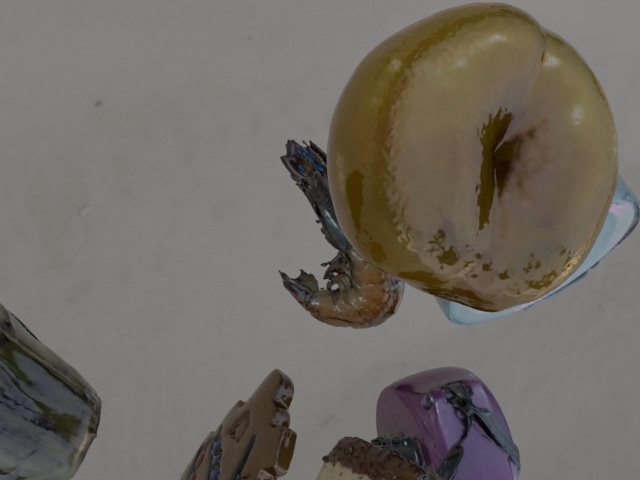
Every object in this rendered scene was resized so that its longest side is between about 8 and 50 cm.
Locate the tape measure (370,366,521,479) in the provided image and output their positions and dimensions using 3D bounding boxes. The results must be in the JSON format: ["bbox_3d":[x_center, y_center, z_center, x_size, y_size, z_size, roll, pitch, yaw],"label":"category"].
[{"bbox_3d":[0.166,0.287,1.354,0.149,0.245,0.231,-15,81,-18],"label":"tape measure"}]

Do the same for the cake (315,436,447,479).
[{"bbox_3d":[0.088,0.273,0.958,0.246,0.135,0.112,37,74,-47],"label":"cake"}]

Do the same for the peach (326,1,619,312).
[{"bbox_3d":[0.127,-0.068,0.833,0.251,0.153,0.251,-4,103,-16],"label":"peach"}]

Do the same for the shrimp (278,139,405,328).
[{"bbox_3d":[0.000,0.000,1.457,0.054,0.222,0.290,-29,89,-44],"label":"shrimp"}]

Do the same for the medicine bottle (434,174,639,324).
[{"bbox_3d":[0.183,-0.086,1.160,0.245,0.245,0.290,-4,57,-41],"label":"medicine bottle"}]

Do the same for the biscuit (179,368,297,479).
[{"bbox_3d":[-0.136,0.331,1.436,0.043,0.301,0.278,31,48,-22],"label":"biscuit"}]

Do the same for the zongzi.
[{"bbox_3d":[-0.304,0.095,0.837,0.323,0.360,0.160,33,65,-17],"label":"zongzi"}]
